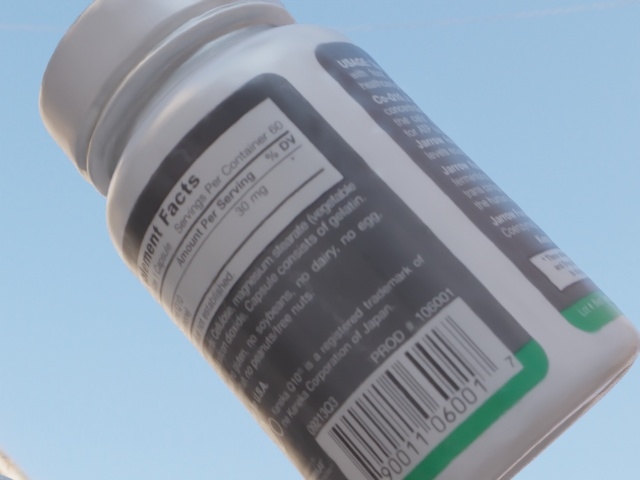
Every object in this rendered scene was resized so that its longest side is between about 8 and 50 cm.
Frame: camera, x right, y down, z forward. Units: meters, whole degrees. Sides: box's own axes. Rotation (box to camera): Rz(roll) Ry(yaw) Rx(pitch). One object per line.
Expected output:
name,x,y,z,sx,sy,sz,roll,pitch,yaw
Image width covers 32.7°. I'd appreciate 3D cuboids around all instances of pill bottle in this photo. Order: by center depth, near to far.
pill bottle,0.000,0.000,0.671,0.204,0.361,0.204,-37,-18,-14

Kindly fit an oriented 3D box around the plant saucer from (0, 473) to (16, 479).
plant saucer,-0.231,0.191,0.394,0.400,0.400,0.100,12,-78,-19
